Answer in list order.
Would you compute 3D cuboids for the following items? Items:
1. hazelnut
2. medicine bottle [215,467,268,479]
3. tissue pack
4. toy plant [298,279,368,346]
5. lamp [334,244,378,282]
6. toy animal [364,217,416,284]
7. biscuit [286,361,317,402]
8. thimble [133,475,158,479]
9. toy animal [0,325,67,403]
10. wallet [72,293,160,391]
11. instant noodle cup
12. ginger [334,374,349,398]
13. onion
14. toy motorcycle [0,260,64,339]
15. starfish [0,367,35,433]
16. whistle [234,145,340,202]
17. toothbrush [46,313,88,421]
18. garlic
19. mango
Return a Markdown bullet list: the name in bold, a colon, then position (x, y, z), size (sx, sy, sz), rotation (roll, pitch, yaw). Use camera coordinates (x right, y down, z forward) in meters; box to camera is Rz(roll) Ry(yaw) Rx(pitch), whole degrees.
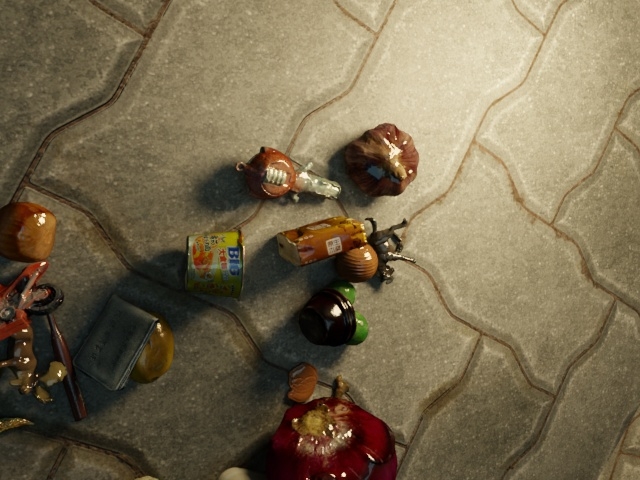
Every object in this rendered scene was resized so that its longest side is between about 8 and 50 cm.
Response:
- **hazelnut**: position (-0.731, -0.021, 1.387), size (0.151, 0.150, 0.150), rotation (-3, 97, -24)
- **medicine bottle**: position (-0.277, 0.865, 1.661), size (0.282, 0.123, 0.375), rotation (39, 78, -46)
- **tissue pack**: position (0.000, 0.000, 1.680), size (0.226, 0.183, 0.091), rotation (-15, 104, -21)
- **toy plant**: position (0.052, 0.240, 1.750), size (0.235, 0.176, 0.217), rotation (-17, 98, -48)
- **lamp**: position (0.112, 0.067, 1.765), size (0.137, 0.136, 0.136), rotation (-3, 97, -24)
- **toy animal**: position (0.220, 0.025, 1.837), size (0.148, 0.084, 0.232), rotation (-22, 108, -19)
- **biscuit**: position (-0.058, 0.452, 1.796), size (0.102, 0.019, 0.130), rotation (11, 91, -26)
- **thimble**: position (-0.472, 0.760, 1.537), size (0.150, 0.219, 0.219), rotation (-47, 112, -10)
- **toy animal**: position (-0.748, 0.311, 1.422), size (0.186, 0.094, 0.214), rotation (6, 77, -48)
- **wallet**: position (-0.542, 0.272, 1.491), size (0.168, 0.036, 0.222), rotation (26, 83, 20)
- **instant noodle cup**: position (-0.296, 0.064, 1.559), size (0.153, 0.205, 0.204), rotation (4, 95, -14)
- **ginger**: position (0.071, 0.489, 1.854), size (0.048, 0.030, 0.097), rotation (5, 92, 3)
- **onion**: position (0.027, 0.718, 1.706), size (0.399, 0.398, 0.419), rotation (-7, 121, -24)
- **toy motorcycle**: position (-0.785, 0.167, 1.367), size (0.298, 0.171, 0.089), rotation (-29, 143, -22)
- **starfish**: position (-0.903, 0.496, 1.396), size (0.348, 0.078, 0.357), rotation (-12, 101, -25)
- **whistle**: position (-0.095, -0.178, 1.653), size (0.347, 0.134, 0.142), rotation (11, 82, -33)
- **toothbrush**: position (-0.681, 0.307, 1.486), size (0.041, 0.041, 0.363), rotation (-16, 101, -22)
- **garlic**: position (0.201, -0.248, 1.754), size (0.245, 0.160, 0.244), rotation (-2, 97, -14)
- **mango**: position (-0.471, 0.294, 1.545), size (0.137, 0.098, 0.195), rotation (3, 92, -36)
